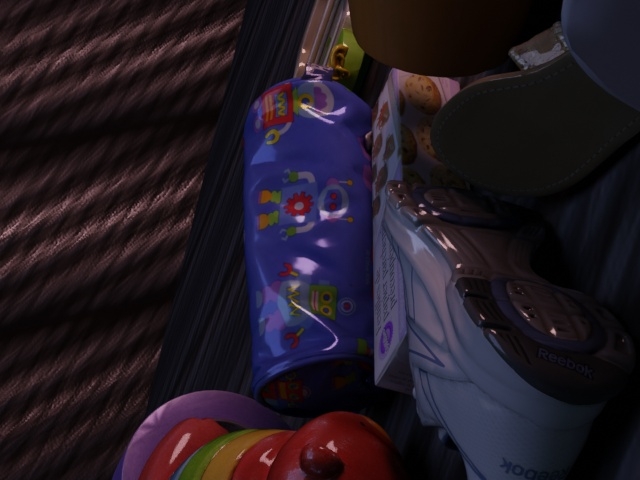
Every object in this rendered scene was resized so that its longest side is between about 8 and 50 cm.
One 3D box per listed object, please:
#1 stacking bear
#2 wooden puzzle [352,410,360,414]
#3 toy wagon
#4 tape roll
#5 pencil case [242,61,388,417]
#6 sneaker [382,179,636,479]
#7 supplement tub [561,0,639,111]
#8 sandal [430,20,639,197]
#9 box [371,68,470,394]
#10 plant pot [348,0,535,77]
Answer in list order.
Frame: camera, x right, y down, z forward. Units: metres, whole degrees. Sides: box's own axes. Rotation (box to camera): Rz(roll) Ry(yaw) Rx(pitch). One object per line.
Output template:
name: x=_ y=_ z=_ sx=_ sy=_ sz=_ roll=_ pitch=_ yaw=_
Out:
stacking bear: x=-0.032 y=0.215 z=0.900 sx=0.164 sy=0.175 sz=0.289 roll=-49 pitch=9 yaw=-36
wooden puzzle: x=0.029 y=0.133 z=1.055 sx=0.116 sy=0.014 sz=0.078 roll=-95 pitch=19 yaw=-58
toy wagon: x=0.018 y=-0.244 z=1.440 sx=0.344 sy=0.068 sz=0.267 roll=-106 pitch=33 yaw=-66
tape roll: x=-0.106 y=0.247 z=1.097 sx=0.080 sy=0.189 sz=0.189 roll=121 pitch=160 yaw=-54
pencil case: x=0.000 y=0.000 z=0.998 sx=0.119 sy=0.133 sz=0.306 roll=55 pitch=-152 yaw=-59
sneaker: x=0.087 y=0.051 z=0.694 sx=0.297 sy=0.111 sz=0.129 roll=-100 pitch=22 yaw=-65
supplement tub: x=0.180 y=-0.180 z=0.351 sx=0.191 sy=0.191 sz=0.272 roll=147 pitch=138 yaw=-72
sandal: x=0.160 y=-0.095 z=0.671 sx=0.079 sy=0.088 sz=0.240 roll=-46 pitch=7 yaw=-26
box: x=0.080 y=-0.020 z=0.894 sx=0.324 sy=0.067 sz=0.063 roll=-87 pitch=17 yaw=-47
plant pot: x=0.094 y=-0.233 z=0.836 sx=0.205 sy=0.205 sz=0.188 roll=-91 pitch=5 yaw=-52
